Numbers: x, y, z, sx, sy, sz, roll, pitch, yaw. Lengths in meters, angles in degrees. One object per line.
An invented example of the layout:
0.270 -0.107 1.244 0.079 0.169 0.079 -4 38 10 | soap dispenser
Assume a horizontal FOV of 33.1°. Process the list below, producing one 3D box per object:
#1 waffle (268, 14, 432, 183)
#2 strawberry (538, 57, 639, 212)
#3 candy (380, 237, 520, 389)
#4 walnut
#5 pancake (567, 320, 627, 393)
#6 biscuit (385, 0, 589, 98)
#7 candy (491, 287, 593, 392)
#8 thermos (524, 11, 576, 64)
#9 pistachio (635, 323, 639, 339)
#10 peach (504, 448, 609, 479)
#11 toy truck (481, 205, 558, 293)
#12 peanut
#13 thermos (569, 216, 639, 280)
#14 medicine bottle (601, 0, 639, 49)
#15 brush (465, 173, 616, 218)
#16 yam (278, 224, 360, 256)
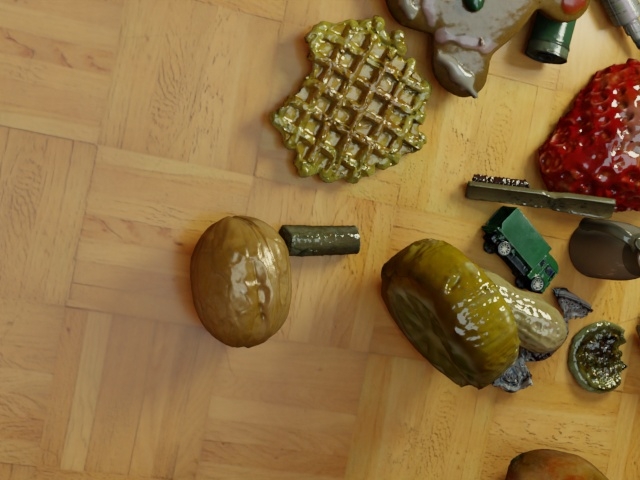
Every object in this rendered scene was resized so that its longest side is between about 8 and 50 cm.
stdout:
0.048 -0.227 1.728 0.291 0.051 0.291 -2 96 -17 | waffle
0.541 -0.165 1.839 0.336 0.149 0.265 -27 103 -13 | strawberry
0.200 0.117 1.697 0.118 0.260 0.260 -33 103 -18 | candy
-0.121 0.064 1.645 0.159 0.159 0.206 -9 96 -17 | walnut
0.495 0.208 1.919 0.116 0.022 0.129 -5 91 -17 | pancake
0.313 -0.450 1.716 0.432 0.064 0.283 -37 100 6 | biscuit
0.377 0.173 1.864 0.226 0.051 0.094 -43 102 -10 | candy
0.402 -0.398 1.822 0.073 0.083 0.187 20 86 -48 | thermos
0.679 0.191 1.918 0.238 0.153 0.137 26 75 9 | pistachio
0.398 0.461 1.820 0.214 0.214 0.235 -33 85 -13 | peach
0.340 0.020 1.833 0.079 0.065 0.147 -44 104 -9 | toy truck
0.315 0.113 1.805 0.214 0.090 0.098 29 45 -5 | peanut
0.501 0.011 1.816 0.137 0.193 0.105 40 83 -16 | thermos
0.518 -0.412 1.859 0.058 0.057 0.199 -33 102 -13 | medicine bottle
0.369 -0.077 1.806 0.248 0.043 0.036 8 55 4 | brush
0.000 0.000 1.729 0.132 0.054 0.054 0 94 -20 | yam
